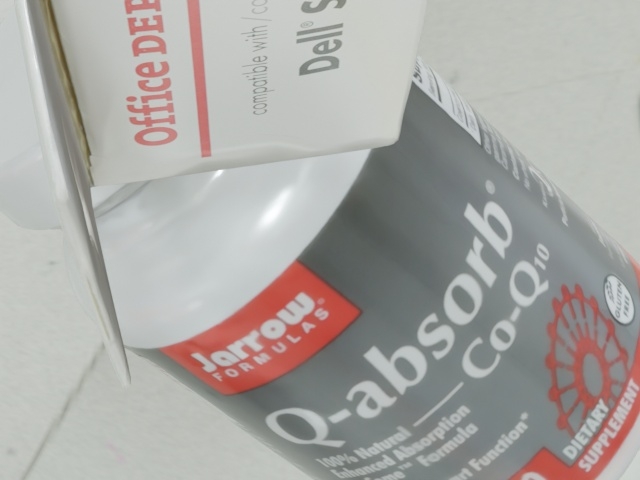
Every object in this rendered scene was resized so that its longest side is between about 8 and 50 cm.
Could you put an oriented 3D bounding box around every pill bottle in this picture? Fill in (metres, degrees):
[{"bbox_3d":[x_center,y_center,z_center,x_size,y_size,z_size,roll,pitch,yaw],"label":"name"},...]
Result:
[{"bbox_3d":[0.000,0.000,0.854,0.363,0.210,0.210,38,76,-30],"label":"pill bottle"}]

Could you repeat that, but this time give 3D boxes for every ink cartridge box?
[{"bbox_3d":[-0.042,-0.152,0.514,0.119,0.207,0.354,-9,72,-5],"label":"ink cartridge box"}]
